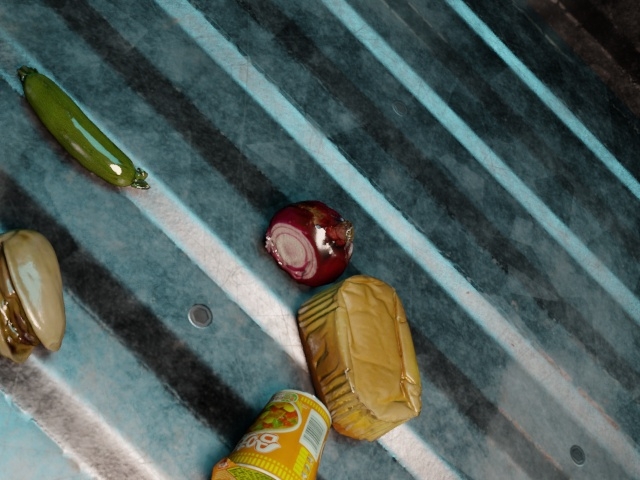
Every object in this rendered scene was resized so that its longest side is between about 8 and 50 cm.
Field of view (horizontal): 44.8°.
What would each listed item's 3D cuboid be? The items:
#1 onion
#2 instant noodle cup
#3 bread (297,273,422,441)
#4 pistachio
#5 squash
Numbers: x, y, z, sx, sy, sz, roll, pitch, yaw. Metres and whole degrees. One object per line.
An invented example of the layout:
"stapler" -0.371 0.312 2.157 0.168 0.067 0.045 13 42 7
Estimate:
"onion" 0.007 -0.008 1.476 0.173 0.198 0.135 59 42 -15
"instant noodle cup" -0.066 0.346 1.266 0.168 0.168 0.185 39 42 -8
"bread" 0.066 0.218 1.417 0.204 0.156 0.288 3 60 -40
"pistachio" -0.456 0.080 1.186 0.130 0.131 0.206 -17 83 6
"squash" -0.433 -0.193 1.378 0.318 0.080 0.071 45 88 -2
